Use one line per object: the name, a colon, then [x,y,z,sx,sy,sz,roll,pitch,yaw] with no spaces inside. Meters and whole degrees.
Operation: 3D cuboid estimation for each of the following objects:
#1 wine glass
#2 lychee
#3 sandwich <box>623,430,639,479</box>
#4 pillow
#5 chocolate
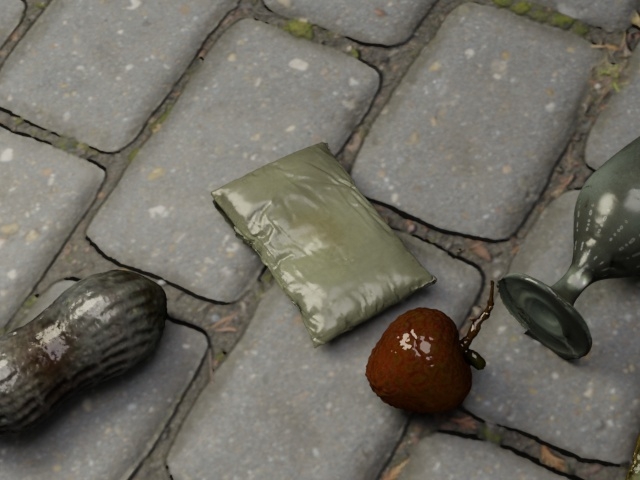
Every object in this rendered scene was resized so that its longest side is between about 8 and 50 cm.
wine glass: [0.298,-0.001,1.873,0.126,0.126,0.241,33,67,25]
lychee: [0.110,0.111,1.822,0.140,0.101,0.114,-38,53,26]
sandwich: [0.413,0.187,1.752,0.226,0.087,0.251,4,56,23]
pillow: [0.000,0.000,1.950,0.148,0.050,0.229,-32,61,-9]
chocolate: [-0.264,0.114,1.870,0.248,0.110,0.110,-36,60,-16]
